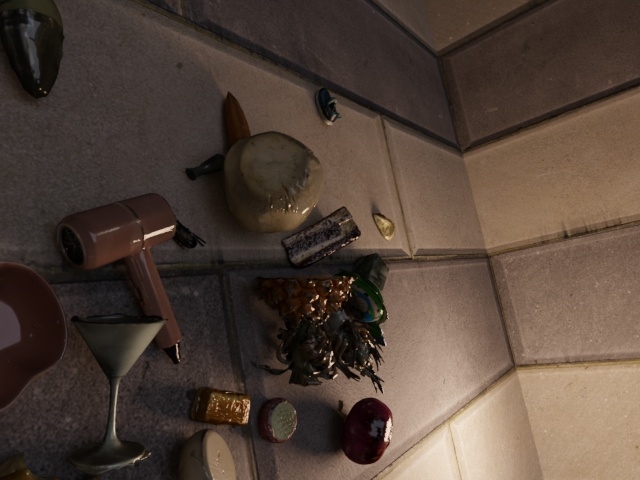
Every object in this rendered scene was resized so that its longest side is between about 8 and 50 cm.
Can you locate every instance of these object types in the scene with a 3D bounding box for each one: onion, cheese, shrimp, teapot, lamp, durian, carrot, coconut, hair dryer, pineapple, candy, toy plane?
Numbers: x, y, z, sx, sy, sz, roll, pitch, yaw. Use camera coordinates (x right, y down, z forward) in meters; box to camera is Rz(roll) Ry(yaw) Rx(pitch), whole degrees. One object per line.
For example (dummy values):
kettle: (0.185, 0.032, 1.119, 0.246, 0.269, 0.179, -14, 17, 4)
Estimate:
onion: (0.127, 0.527, 1.194, 0.177, 0.154, 0.177, -11, 90, -69)
cheese: (0.126, 0.207, 1.297, 0.083, 0.204, 0.320, -44, 130, -30)
shrimp: (0.071, 0.313, 1.233, 0.172, 0.137, 0.372, -32, 89, -14)
teapot: (-0.280, -0.178, 1.052, 0.111, 0.043, 0.042, -38, 106, -47)
lamp: (-0.523, -0.380, 0.778, 0.101, 0.101, 0.249, 2, 77, -51)
durian: (0.247, -0.061, 1.678, 0.066, 0.052, 0.130, -36, 104, -12)
carrot: (-0.229, -0.313, 1.158, 0.072, 0.072, 0.204, 4, 64, -51)
coconut: (-0.120, -0.135, 1.075, 0.245, 0.247, 0.244, 3, 74, -9)
hair dryer: (-0.342, 0.093, 0.827, 0.189, 0.107, 0.343, -31, 107, -52)
pineapple: (-0.036, 0.225, 1.067, 0.263, 0.263, 0.271, 6, 82, -50)
candy: (-0.102, 0.430, 1.028, 0.103, 0.043, 0.103, 20, 62, -44)
toy plane: (-0.308, -0.022, 0.946, 0.120, 0.049, 0.031, 45, 42, -6)

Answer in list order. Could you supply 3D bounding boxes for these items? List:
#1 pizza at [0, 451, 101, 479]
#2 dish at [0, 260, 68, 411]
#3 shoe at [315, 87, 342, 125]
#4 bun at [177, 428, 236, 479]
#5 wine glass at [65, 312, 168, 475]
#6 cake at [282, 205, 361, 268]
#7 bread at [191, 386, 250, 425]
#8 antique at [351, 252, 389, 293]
pizza: (-0.410, 0.435, 0.607, 0.323, 0.090, 0.222, 39, 51, -37)
dish: (-0.491, 0.136, 0.618, 0.213, 0.091, 0.213, 22, 62, -48)
shoe: (0.029, -0.485, 1.536, 0.064, 0.071, 0.142, 3, 69, -52)
bun: (-0.230, 0.443, 0.827, 0.138, 0.094, 0.138, 62, 3, -6)
wine glass: (-0.338, 0.241, 0.706, 0.156, 0.156, 0.231, 9, 80, -50)
cake: (-0.010, 0.006, 1.316, 0.246, 0.135, 0.112, -30, 88, -23)
bread: (-0.209, 0.355, 0.915, 0.132, 0.054, 0.074, 27, 60, -43)
antique: (0.152, 0.139, 1.426, 0.086, 0.088, 0.183, 51, 42, -24)
